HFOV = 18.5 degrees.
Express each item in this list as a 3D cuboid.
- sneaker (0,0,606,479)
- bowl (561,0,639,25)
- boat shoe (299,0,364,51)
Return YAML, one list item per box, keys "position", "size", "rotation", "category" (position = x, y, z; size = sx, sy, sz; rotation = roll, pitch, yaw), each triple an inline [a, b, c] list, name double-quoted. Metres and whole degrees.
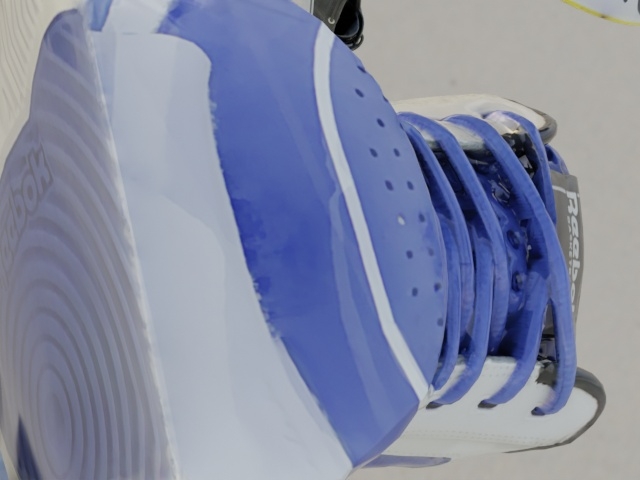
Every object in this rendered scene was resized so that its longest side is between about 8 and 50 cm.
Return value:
- position: [0.000, 0.000, 0.499]
  size: [0.182, 0.315, 0.127]
  rotation: [-8, 85, -15]
  category: "sneaker"
- position: [0.063, -0.147, 0.547]
  size: [0.170, 0.080, 0.170]
  rotation: [33, 29, -21]
  category: "bowl"
- position: [0.010, -0.155, 1.417]
  size: [0.040, 0.142, 0.049]
  rotation: [34, 67, 18]
  category: "boat shoe"
